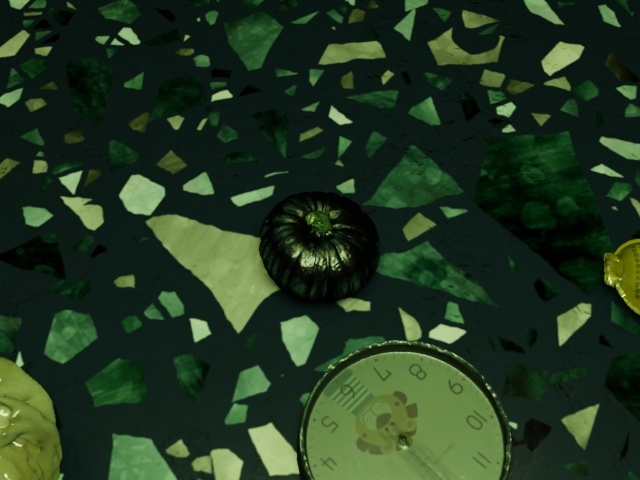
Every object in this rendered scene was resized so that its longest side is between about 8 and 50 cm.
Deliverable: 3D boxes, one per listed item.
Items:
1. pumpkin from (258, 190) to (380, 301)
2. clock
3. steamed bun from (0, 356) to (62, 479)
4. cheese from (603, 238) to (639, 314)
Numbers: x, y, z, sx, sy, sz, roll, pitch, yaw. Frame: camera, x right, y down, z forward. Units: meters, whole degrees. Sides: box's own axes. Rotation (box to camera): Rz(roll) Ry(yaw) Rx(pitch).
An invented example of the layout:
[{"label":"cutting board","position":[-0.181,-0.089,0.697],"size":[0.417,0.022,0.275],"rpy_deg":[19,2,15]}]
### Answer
[{"label":"pumpkin","position":[-0.001,0.008,1.409],"size":[0.194,0.150,0.194],"rpy_deg":[24,36,-19]},{"label":"clock","position":[0.117,0.287,1.271],"size":[0.312,0.061,0.313],"rpy_deg":[0,57,1]},{"label":"steamed bun","position":[-0.506,0.314,1.151],"size":[0.324,0.230,0.373],"rpy_deg":[8,87,-12]},{"label":"cheese","position":[0.562,0.071,1.404],"size":[0.250,0.064,0.157],"rpy_deg":[11,59,-3]}]
